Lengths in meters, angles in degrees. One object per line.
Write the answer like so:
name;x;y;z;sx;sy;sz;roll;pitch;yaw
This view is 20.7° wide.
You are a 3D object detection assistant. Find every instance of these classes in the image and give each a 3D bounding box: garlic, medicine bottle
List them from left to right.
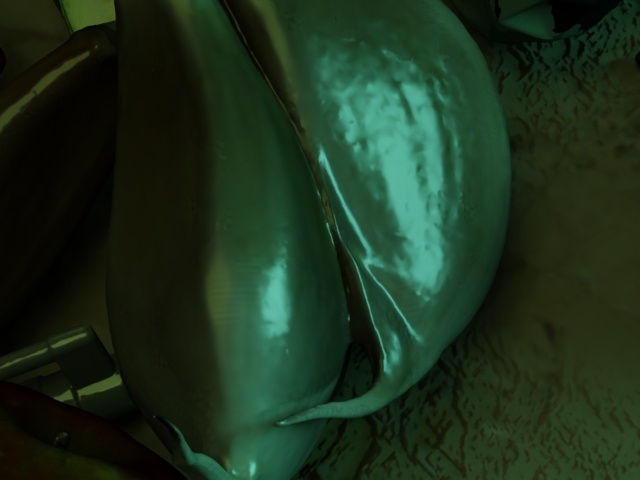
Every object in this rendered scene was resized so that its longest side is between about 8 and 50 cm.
medicine bottle;-0.219;0.116;1.029;0.221;0.092;0.061;-24;45;2
garlic;-0.214;-0.005;1.056;0.112;0.143;0.318;37;90;6
garlic;0.000;0.000;0.950;0.231;0.246;0.340;-6;55;-3

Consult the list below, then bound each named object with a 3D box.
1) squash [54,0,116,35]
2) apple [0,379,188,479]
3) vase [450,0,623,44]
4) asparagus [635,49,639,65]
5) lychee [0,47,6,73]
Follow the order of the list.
squash;-0.149;-0.176;1.156;0.200;0.075;0.090;47;110;29
apple;-0.171;0.189;0.917;0.230;0.230;0.230;-6;64;13
vase;0.226;-0.260;1.057;0.360;0.165;0.165;-32;62;-6
asparagus;0.225;-0.074;1.041;0.015;0.014;0.114;-53;57;27
lychee;-0.351;-0.100;1.088;0.300;0.255;0.255;-11;63;19
